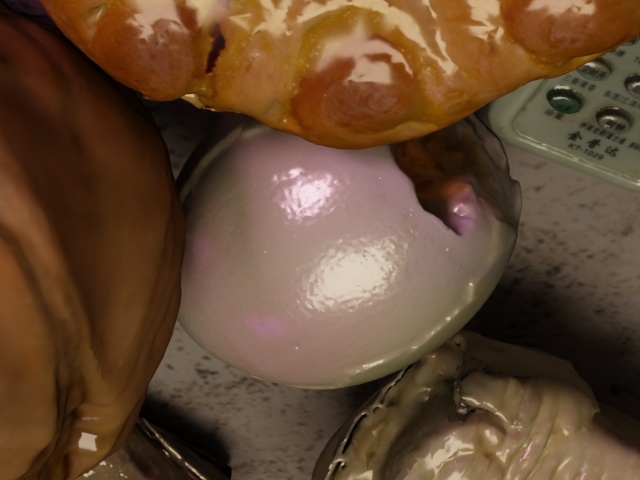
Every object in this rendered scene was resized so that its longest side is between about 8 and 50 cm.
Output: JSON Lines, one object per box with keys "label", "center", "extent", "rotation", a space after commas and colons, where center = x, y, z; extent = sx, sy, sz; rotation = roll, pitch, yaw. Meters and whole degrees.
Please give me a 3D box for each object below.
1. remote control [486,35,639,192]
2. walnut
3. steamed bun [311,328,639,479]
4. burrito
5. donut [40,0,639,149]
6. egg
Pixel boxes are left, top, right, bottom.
{"label": "remote control", "center": [0.213, -0.152, 0.805], "extent": [0.128, 0.065, 0.335], "rotation": [21, 138, -14]}
{"label": "walnut", "center": [-0.255, 0.003, 0.823], "extent": [0.383, 0.383, 0.383], "rotation": [4, 140, 3]}
{"label": "steamed bun", "center": [0.132, 0.227, 1.135], "extent": [0.346, 0.237, 0.394], "rotation": [-16, 107, -14]}
{"label": "burrito", "center": [-0.162, 0.199, 1.245], "extent": [0.175, 0.107, 0.348], "rotation": [-12, 136, 40]}
{"label": "donut", "center": [0.012, -0.183, 0.729], "extent": [0.317, 0.150, 0.299], "rotation": [11, 140, -4]}
{"label": "egg", "center": [0.000, 0.000, 0.918], "extent": [0.183, 0.183, 0.217], "rotation": [31, 127, -26]}
